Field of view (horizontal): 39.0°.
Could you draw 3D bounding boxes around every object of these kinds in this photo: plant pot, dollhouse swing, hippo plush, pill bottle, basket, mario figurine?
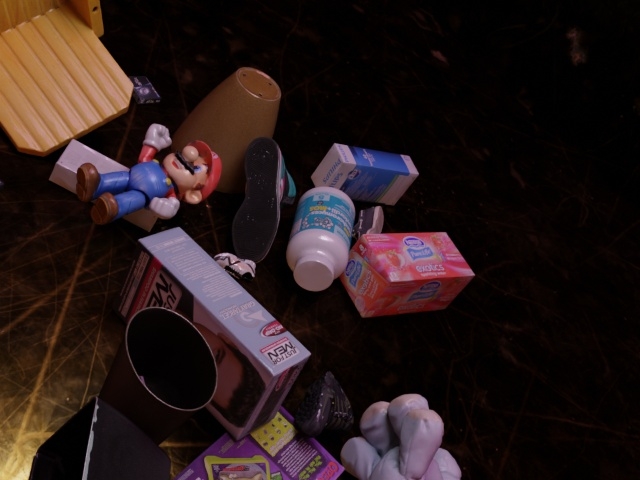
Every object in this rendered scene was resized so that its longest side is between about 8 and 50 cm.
[{"bbox_3d":[-0.205,-0.287,2.188,0.237,0.254,0.237,22,37,-18],"label":"plant pot"},{"bbox_3d":[-0.340,0.391,1.403,0.167,0.188,0.187,33,34,-28],"label":"plant pot"},{"bbox_3d":[-0.592,-0.415,1.903,0.347,0.315,0.305,-34,68,-24],"label":"dollhouse swing"},{"bbox_3d":[0.209,0.446,1.733,0.236,0.234,0.294,30,16,-28],"label":"hippo plush"},{"bbox_3d":[0.000,0.000,2.129,0.146,0.146,0.264,27,37,-13],"label":"pill bottle"},{"bbox_3d":[-0.295,0.260,1.529,0.154,0.227,0.204,1,50,-39],"label":"basket"},{"bbox_3d":[-0.338,-0.146,1.882,0.320,0.170,0.198,-21,99,-42],"label":"mario figurine"}]

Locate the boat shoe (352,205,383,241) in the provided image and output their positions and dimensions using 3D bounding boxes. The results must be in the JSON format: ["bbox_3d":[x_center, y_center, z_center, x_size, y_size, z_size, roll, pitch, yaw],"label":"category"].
[{"bbox_3d":[0.113,-0.014,2.330,0.065,0.075,0.206,-2,38,20],"label":"boat shoe"}]

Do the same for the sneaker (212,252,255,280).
[{"bbox_3d":[-0.190,0.059,1.997,0.109,0.040,0.044,14,44,-27],"label":"sneaker"}]

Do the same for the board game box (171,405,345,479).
[{"bbox_3d":[-0.121,0.442,1.626,0.208,0.056,0.347,40,36,12],"label":"board game box"}]

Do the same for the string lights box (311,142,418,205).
[{"bbox_3d":[0.121,-0.174,2.432,0.260,0.133,0.077,6,47,-36],"label":"string lights box"}]

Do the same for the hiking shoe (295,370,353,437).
[{"bbox_3d":[0.023,0.341,1.789,0.114,0.086,0.227,45,17,-3],"label":"hiking shoe"}]

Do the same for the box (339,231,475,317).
[{"bbox_3d":[0.209,0.079,2.217,0.300,0.142,0.154,-1,49,-40],"label":"box"}]

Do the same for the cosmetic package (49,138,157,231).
[{"bbox_3d":[-0.454,-0.118,1.956,0.239,0.060,0.099,29,35,-12],"label":"cosmetic package"}]

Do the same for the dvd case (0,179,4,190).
[{"bbox_3d":[-0.764,-0.122,1.739,0.180,0.022,0.253,42,36,8],"label":"dvd case"}]

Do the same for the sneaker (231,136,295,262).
[{"bbox_3d":[-0.135,-0.077,2.133,0.124,0.178,0.295,6,78,11],"label":"sneaker"}]

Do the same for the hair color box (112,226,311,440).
[{"bbox_3d":[-0.213,0.169,1.694,0.374,0.185,0.113,41,35,20],"label":"hair color box"}]

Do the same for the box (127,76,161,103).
[{"bbox_3d":[-0.452,-0.380,2.286,0.067,0.018,0.083,-11,57,-46],"label":"box"}]
